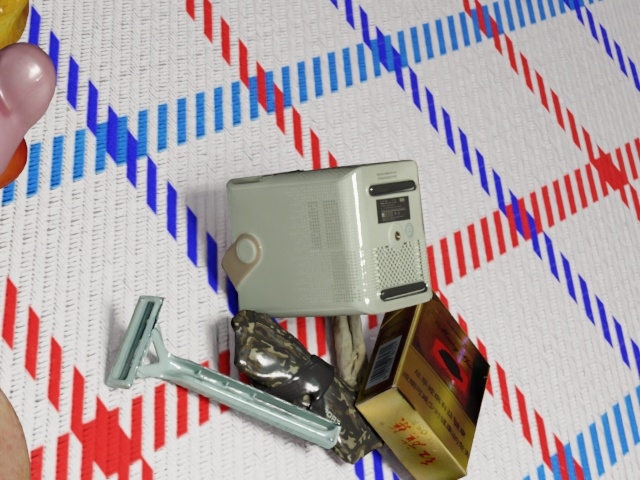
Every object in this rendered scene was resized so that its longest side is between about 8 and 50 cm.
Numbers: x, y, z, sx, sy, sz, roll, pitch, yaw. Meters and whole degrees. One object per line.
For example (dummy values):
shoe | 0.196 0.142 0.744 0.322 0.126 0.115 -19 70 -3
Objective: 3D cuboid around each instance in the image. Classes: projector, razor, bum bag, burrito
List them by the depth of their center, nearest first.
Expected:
razor | -0.103 0.169 2.014 0.277 0.056 0.111 28 65 -20
bum bag | -0.016 0.174 2.100 0.248 0.069 0.102 37 19 -14
projector | 0.000 0.000 2.143 0.163 0.242 0.177 -9 93 -50
burrito | 0.037 0.128 2.222 0.051 0.042 0.171 57 21 -52

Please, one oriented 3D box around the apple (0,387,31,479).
apple | -0.405 0.206 1.486 0.344 0.269 0.345 28 39 -25

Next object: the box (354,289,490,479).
box | 0.132 0.180 2.206 0.159 0.071 0.240 50 28 -16

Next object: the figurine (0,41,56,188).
figurine | -0.428 -0.127 1.881 0.269 0.261 0.211 36 63 -15

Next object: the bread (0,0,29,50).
bread | -0.461 -0.358 2.093 0.312 0.172 0.312 29 34 -22
